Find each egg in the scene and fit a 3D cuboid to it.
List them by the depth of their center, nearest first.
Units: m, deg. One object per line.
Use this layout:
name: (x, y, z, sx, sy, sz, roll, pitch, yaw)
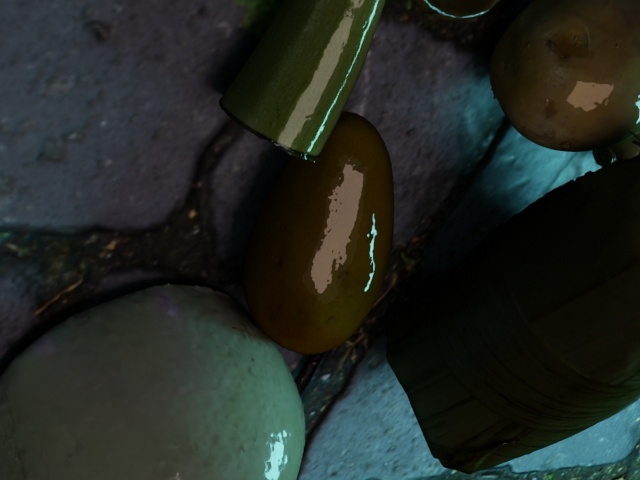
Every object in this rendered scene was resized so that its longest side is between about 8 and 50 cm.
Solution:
egg: (-0.134, 0.215, 1.179, 0.337, 0.201, 0.337, -26, 141, -24)

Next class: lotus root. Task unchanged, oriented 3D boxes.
lotus root: (0.355, -0.097, 1.419, 0.150, 0.062, 0.073, -12, 134, -32)

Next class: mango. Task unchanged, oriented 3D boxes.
mango: (0.000, 0.000, 1.154, 0.138, 0.113, 0.253, -18, 135, -32)

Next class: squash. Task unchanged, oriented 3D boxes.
squash: (0.003, -0.179, 1.018, 0.094, 0.094, 0.224, 8, 114, -46)

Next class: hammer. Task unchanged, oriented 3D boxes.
hammer: (-0.006, 0.115, 1.339, 0.065, 0.021, 0.178, 10, 119, -45)

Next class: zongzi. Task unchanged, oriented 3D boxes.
zongzi: (0.360, 0.011, 1.356, 0.467, 0.218, 0.500, -22, 165, -44)

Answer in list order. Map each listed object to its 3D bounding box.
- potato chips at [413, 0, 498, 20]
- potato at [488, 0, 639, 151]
potato chips: (0.118, -0.269, 1.030, 0.208, 0.062, 0.195, -35, 140, -34)
potato: (0.259, -0.159, 1.223, 0.233, 0.146, 0.150, -13, 166, -33)
